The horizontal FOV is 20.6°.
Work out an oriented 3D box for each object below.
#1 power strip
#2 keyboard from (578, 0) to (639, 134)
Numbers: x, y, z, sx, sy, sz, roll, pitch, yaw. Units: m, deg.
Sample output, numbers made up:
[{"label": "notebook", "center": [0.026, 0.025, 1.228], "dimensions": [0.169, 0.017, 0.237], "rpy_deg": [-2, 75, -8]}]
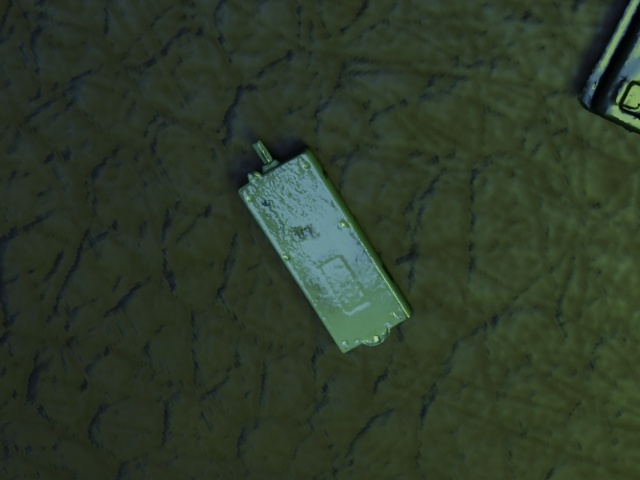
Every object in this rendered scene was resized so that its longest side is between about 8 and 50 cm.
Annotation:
[{"label": "power strip", "center": [0.000, 0.000, 1.003], "dimensions": [0.051, 0.019, 0.136], "rpy_deg": [-30, 101, 16]}, {"label": "keyboard", "center": [0.222, -0.155, 0.926], "dimensions": [0.094, 0.025, 0.230], "rpy_deg": [25, 108, -3]}]
